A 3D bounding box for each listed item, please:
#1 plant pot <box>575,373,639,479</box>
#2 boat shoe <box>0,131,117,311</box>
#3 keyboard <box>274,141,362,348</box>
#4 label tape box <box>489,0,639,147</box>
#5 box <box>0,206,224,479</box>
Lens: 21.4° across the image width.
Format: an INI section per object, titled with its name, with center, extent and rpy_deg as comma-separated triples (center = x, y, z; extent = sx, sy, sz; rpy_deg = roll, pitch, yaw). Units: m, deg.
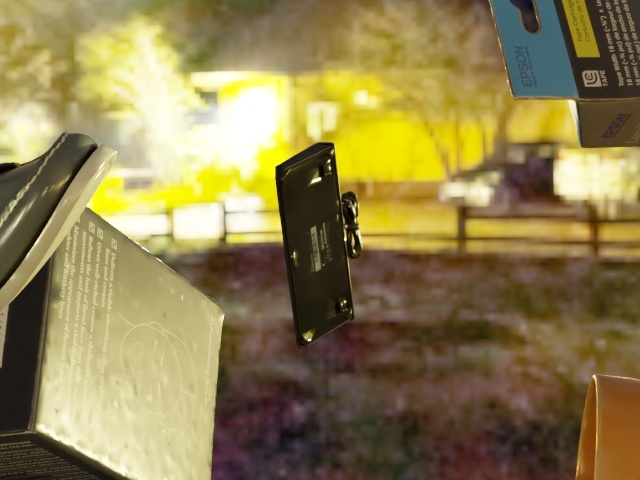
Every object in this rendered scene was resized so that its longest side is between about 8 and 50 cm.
[plant pot]
center = 0.352, 0.242, 1.657
extent = 0.188, 0.205, 0.205
rpy_deg = 5, 4, 4
[boat shoe]
center = -0.248, 0.001, 1.174
extent = 0.319, 0.099, 0.116
rpy_deg = -36, 16, 49
[keyboard]
center = 0.000, 0.000, 1.564
extent = 0.023, 0.180, 0.108
rpy_deg = 14, 30, 39
[label tape box]
center = 0.312, -0.224, 1.754
extent = 0.334, 0.240, 0.106
rpy_deg = -2, -26, -17
[box]
center = -0.301, 0.156, 1.989
extent = 0.212, 0.293, 0.395
rpy_deg = -9, -27, 24
